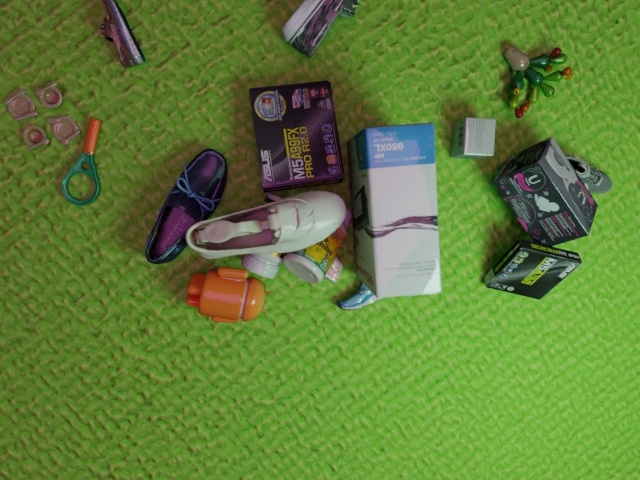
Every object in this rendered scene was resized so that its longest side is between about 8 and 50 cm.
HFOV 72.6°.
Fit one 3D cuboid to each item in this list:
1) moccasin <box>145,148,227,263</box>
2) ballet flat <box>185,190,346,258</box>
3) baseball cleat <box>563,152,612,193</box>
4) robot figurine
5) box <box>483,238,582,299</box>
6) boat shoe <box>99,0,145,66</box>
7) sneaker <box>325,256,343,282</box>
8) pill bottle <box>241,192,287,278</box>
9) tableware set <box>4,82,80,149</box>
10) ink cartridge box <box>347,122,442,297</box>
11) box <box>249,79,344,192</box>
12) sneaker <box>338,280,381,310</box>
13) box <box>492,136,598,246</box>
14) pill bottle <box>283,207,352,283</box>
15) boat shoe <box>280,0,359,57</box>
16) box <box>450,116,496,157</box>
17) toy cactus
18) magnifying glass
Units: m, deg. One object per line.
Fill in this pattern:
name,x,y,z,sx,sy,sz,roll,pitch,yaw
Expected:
moccasin,-0.342,-0.079,1.139,0.138,0.117,0.341,25,94,-9
ballet flat,-0.138,-0.030,1.046,0.401,0.139,0.139,-12,98,10
baseball cleat,0.762,-0.185,1.255,0.206,0.109,0.072,24,107,-4
robot figurine,-0.244,0.150,1.174,0.220,0.128,0.157,11,85,-7
box,0.600,0.087,1.247,0.184,0.045,0.190,15,137,-7
boat shoe,-0.514,-0.528,1.093,0.066,0.066,0.183,-24,99,-2
sneaker,0.003,0.058,1.230,0.134,0.051,0.070,32,85,-8
pill bottle,-0.127,-0.012,1.170,0.119,0.119,0.208,23,94,-9
tableware set,-0.714,-0.316,1.119,0.141,0.020,0.168,-22,98,-4
ink cartridge box,0.178,-0.077,1.112,0.167,0.285,0.394,-5,97,-4
box,-0.063,-0.274,1.149,0.217,0.060,0.269,-7,85,-6
sneaker,0.123,0.153,1.257,0.162,0.063,0.073,-22,81,-8
box,0.624,-0.130,1.200,0.247,0.142,0.163,52,52,-10
pill bottle,0.000,0.000,1.161,0.118,0.118,0.208,36,65,-9
boat shoe,0.043,-0.625,1.132,0.119,0.121,0.335,40,102,-17
box,0.422,-0.282,1.209,0.087,0.102,0.101,1,96,-5
toy cactus,0.585,-0.467,1.216,0.219,0.112,0.180,-44,90,9
magnifying glass,-0.613,-0.204,1.143,0.092,0.026,0.230,14,97,-8
